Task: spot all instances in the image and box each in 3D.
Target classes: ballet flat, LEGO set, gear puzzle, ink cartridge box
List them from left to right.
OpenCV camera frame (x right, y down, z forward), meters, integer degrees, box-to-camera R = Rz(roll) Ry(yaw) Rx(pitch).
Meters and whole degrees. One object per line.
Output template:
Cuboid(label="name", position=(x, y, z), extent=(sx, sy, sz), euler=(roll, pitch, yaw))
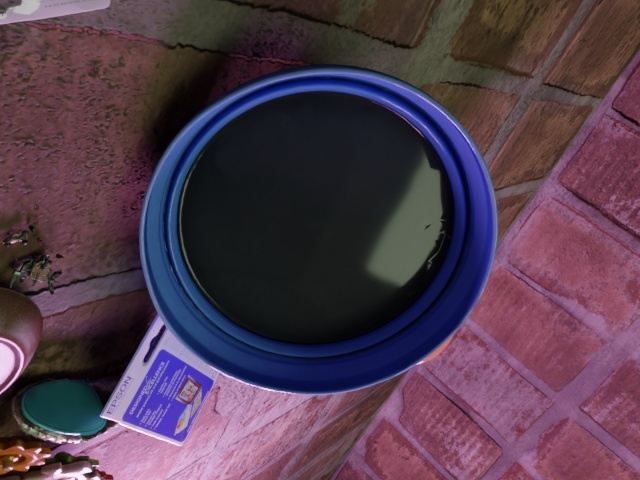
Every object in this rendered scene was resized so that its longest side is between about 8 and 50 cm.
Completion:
Cuboid(label="LEGO set", position=(-0.283, 0.019, 0.537), extent=(0.054, 0.024, 0.083), euler=(-24, 133, -46))
Cuboid(label="gear puzzle", position=(-0.382, 0.320, 0.732), extent=(0.176, 0.044, 0.338), euler=(-9, 145, -11))
Cuboid(label="ballet flat", position=(-0.308, 0.227, 0.726), extent=(0.077, 0.091, 0.241), euler=(-33, 157, 20))
Cuboid(label="ink cartridge box", position=(-0.201, 0.159, 0.748), extent=(0.206, 0.045, 0.208), euler=(-64, 155, -21))

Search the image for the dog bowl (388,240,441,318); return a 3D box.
Cuboid(label="dog bowl", position=(0.031, 0.033, 0.760), extent=(0.264, 0.265, 0.104), euler=(-58, -173, 20))

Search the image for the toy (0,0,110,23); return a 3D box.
Cuboid(label="toy", position=(-0.198, -0.232, 0.267), extent=(0.137, 0.056, 0.237), euler=(-27, 143, -32))

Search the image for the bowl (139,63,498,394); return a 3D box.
Cuboid(label="bowl", position=(0.000, 0.000, 0.624), extent=(0.391, 0.392, 0.077), euler=(-57, -162, 18))

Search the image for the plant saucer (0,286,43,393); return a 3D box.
Cuboid(label="plant saucer", position=(-0.360, 0.123, 0.514), extent=(0.199, 0.036, 0.198), euler=(-32, 154, -18))

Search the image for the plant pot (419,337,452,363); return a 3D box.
Cuboid(label="plant pot", position=(0.125, 0.047, 0.971), extent=(0.203, 0.291, 0.290), euler=(-46, 162, -51))
